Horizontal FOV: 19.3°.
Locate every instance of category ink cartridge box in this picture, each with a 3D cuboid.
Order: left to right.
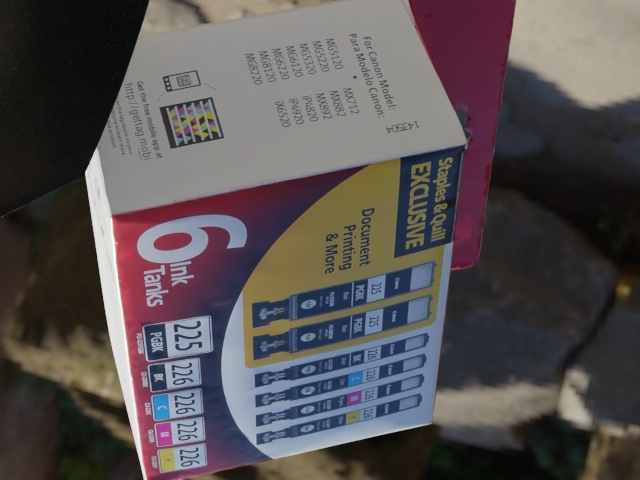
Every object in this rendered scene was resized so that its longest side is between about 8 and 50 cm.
[{"bbox_3d":[0.000,0.000,1.168,0.272,0.130,0.309,-12,146,-9],"label":"ink cartridge box"}]

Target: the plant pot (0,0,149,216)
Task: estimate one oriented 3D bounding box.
[{"bbox_3d":[-0.196,-0.105,0.927,0.188,0.187,0.167,12,112,22],"label":"plant pot"}]
